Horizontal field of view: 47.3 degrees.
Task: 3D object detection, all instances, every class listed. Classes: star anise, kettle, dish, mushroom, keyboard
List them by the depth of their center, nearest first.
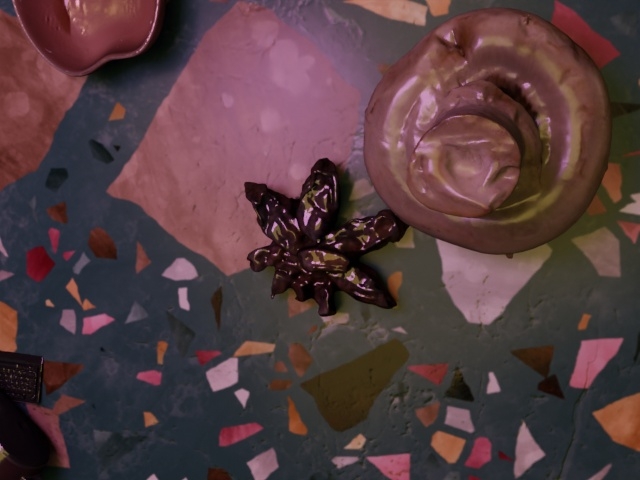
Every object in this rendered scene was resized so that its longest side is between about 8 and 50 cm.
[{"bbox_3d":[0.187,-0.119,0.817,0.293,0.290,0.292,2,99,12],"label":"mushroom"},{"bbox_3d":[0.007,0.001,0.956,0.220,0.099,0.214,-1,104,10],"label":"star anise"},{"bbox_3d":[-0.296,-0.326,0.985,0.214,0.090,0.213,1,97,9],"label":"dish"},{"bbox_3d":[-0.512,0.335,1.061,0.232,0.144,0.202,-43,65,5],"label":"kettle"},{"bbox_3d":[-0.512,0.198,1.100,0.197,0.015,0.074,7,95,9],"label":"keyboard"}]
